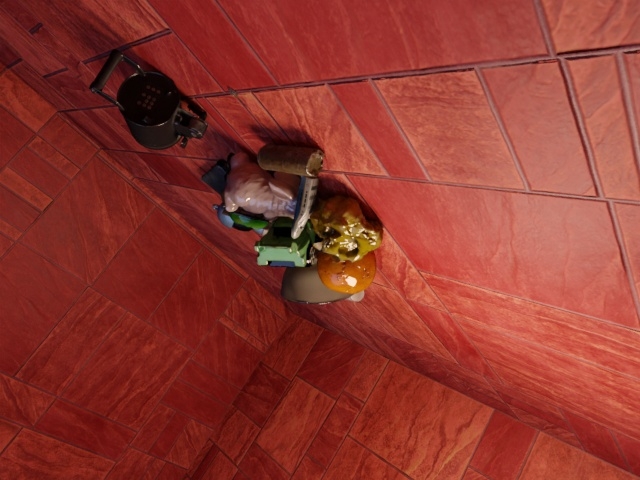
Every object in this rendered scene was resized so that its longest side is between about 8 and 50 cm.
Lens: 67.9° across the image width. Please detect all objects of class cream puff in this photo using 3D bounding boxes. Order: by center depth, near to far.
[{"bbox_3d":[0.080,-0.028,1.635,0.281,0.185,0.282,35,165,10],"label":"cream puff"}]

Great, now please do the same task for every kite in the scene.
[{"bbox_3d":[-0.251,-0.436,1.435,0.078,0.002,0.044,37,163,-4],"label":"kite"}]

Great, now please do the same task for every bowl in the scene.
[{"bbox_3d":[-0.014,0.150,2.187,0.354,0.353,0.185,12,109,52],"label":"bowl"}]

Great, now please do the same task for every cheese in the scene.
[{"bbox_3d":[-0.301,-0.100,1.974,0.203,0.083,0.320,17,179,-2],"label":"cheese"}]

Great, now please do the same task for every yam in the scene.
[{"bbox_3d":[-0.093,-0.254,1.494,0.259,0.093,0.093,17,156,45],"label":"yam"}]

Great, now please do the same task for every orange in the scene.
[{"bbox_3d":[0.104,0.094,1.849,0.240,0.240,0.240,31,163,10],"label":"orange"}]

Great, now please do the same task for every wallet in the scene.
[{"bbox_3d":[-0.436,-0.266,2.187,0.190,0.046,0.379,41,163,-18],"label":"wallet"}]

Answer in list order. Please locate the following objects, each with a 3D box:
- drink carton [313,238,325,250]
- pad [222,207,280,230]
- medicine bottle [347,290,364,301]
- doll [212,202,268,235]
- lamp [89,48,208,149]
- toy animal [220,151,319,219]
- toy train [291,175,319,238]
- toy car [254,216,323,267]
[{"bbox_3d":[0.000,0.000,2.054,0.200,0.074,0.084,36,164,-1],"label":"drink carton"},{"bbox_3d":[-0.266,-0.103,2.139,0.330,0.004,0.220,20,154,-16],"label":"pad"},{"bbox_3d":[0.148,0.272,2.508,0.086,0.086,0.183,40,163,-19],"label":"medicine bottle"},{"bbox_3d":[-0.368,-0.113,2.294,0.314,0.141,0.177,19,154,-13],"label":"doll"},{"bbox_3d":[-0.601,-0.454,1.683,0.374,0.205,0.272,29,162,-23],"label":"lamp"},{"bbox_3d":[-0.178,-0.182,1.750,0.357,0.194,0.258,9,130,22],"label":"toy animal"},{"bbox_3d":[-0.056,-0.109,1.633,0.051,0.234,0.052,23,-156,28],"label":"toy train"},{"bbox_3d":[-0.124,-0.007,1.843,0.213,0.359,0.176,2,124,15],"label":"toy car"}]
